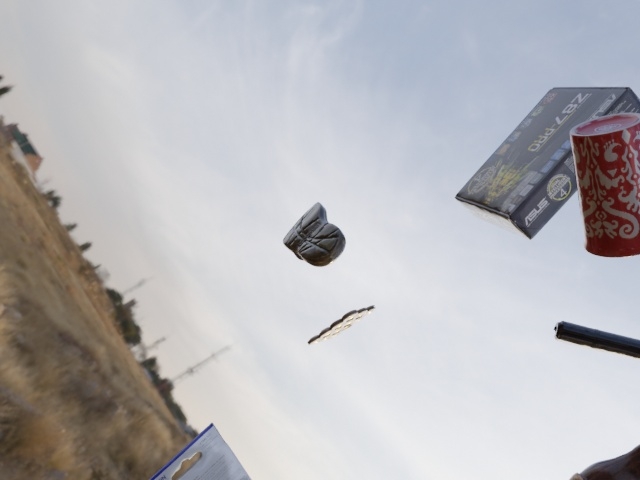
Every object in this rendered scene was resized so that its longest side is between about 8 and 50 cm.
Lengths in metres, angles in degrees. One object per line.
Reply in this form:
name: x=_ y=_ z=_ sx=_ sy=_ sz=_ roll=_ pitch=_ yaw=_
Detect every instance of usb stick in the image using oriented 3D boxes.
usb stick: x=0.619 y=0.216 z=1.333 sx=0.278 sy=0.045 sz=0.077 roll=13 pitch=-12 yaw=18

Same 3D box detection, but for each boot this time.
boot: x=0.437 y=0.374 z=0.888 sx=0.248 sy=0.207 sz=0.090 roll=48 pitch=9 yaw=-27

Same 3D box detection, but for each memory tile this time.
memory tile: x=0.046 y=0.183 z=1.423 sx=0.148 sy=0.113 sz=0.012 roll=-39 pitch=-109 yaw=31

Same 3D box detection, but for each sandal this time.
sandal: x=0.000 y=0.000 z=1.008 sx=0.060 sy=0.090 sz=0.219 roll=46 pitch=-3 yaw=-21

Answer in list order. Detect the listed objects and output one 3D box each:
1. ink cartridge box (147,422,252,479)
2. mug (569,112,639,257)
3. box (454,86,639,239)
ink cartridge box: x=-0.209 y=0.542 z=1.313 sx=0.069 sy=0.176 sz=0.370 roll=14 pitch=-44 yaw=50
mug: x=0.414 y=-0.082 z=0.879 sx=0.113 sy=0.150 sz=0.169 roll=-108 pitch=179 yaw=-72
box: x=0.541 y=-0.199 z=1.593 sx=0.097 sy=0.395 sz=0.318 roll=42 pitch=3 yaw=-19
